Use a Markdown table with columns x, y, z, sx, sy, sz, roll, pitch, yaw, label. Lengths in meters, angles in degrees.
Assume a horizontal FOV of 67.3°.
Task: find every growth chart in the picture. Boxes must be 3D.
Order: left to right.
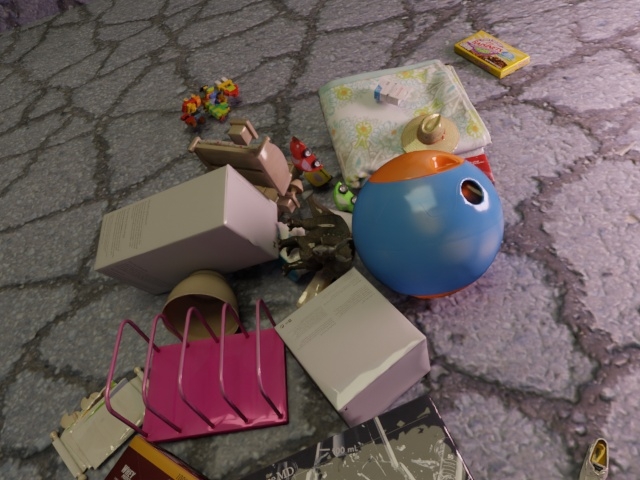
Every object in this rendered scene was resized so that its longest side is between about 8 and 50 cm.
| x | y | z | sx | sy | sz | roll | pitch | yaw | label |
| --- | --- | --- | --- | --- | --- | --- | --- | --- | --- |
| -0.445 | 0.375 | 1.007 | 0.237 | 0.021 | 0.172 | -40 | 52 | -14 | growth chart |

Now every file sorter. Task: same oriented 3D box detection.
| x | y | z | sx | sy | sz | roll | pitch | yaw | label |
| --- | --- | --- | --- | --- | --- | --- | --- | --- | --- |
| -0.226 | 0.243 | 0.922 | 0.291 | 0.182 | 0.202 | -10 | 51 | 5 | file sorter |

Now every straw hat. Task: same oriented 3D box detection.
| x | y | z | sx | sy | sz | roll | pitch | yaw | label |
| --- | --- | --- | --- | --- | --- | --- | --- | --- | --- |
| 0.259 | -0.260 | 1.122 | 0.145 | 0.061 | 0.144 | -3 | 62 | 5 | straw hat |

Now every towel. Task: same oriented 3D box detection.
| x | y | z | sx | sy | sz | roll | pitch | yaw | label |
| --- | --- | --- | --- | --- | --- | --- | --- | --- | --- |
| 0.205 | -0.312 | 1.235 | 0.375 | 0.090 | 0.320 | -14 | 59 | -2 | towel |

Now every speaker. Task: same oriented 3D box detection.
| x | y | z | sx | sy | sz | roll | pitch | yaw | label |
| --- | --- | --- | --- | --- | --- | --- | --- | --- | --- |
| 0.073 | -0.037 | 1.136 | 0.136 | 0.055 | 0.055 | 14 | 59 | 26 | speaker |

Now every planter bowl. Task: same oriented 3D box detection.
| x | y | z | sx | sy | sz | roll | pitch | yaw | label |
| --- | --- | --- | --- | --- | --- | --- | --- | --- | --- |
| -0.255 | 0.134 | 1.052 | 0.162 | 0.162 | 0.109 | -14 | 39 | 7 | planter bowl |

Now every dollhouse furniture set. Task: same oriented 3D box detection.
| x | y | z | sx | sy | sz | roll | pitch | yaw | label |
| --- | --- | --- | --- | --- | --- | --- | --- | --- | --- |
| -0.194 | -0.214 | 1.153 | 0.303 | 0.355 | 0.173 | 11 | 64 | 26 | dollhouse furniture set |

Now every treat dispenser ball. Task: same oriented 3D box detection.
| x | y | z | sx | sy | sz | roll | pitch | yaw | label |
| --- | --- | --- | --- | --- | --- | --- | --- | --- | --- |
| 0.205 | -0.031 | 0.940 | 0.288 | 0.288 | 0.288 | -9 | 52 | 11 | treat dispenser ball |

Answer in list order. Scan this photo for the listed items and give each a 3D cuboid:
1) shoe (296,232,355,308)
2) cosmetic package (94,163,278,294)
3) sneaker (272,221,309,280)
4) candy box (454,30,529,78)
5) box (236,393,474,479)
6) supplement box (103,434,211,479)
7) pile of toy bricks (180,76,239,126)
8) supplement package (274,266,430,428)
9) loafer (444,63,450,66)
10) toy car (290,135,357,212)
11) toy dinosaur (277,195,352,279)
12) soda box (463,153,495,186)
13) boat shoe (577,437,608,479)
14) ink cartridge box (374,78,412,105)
| x | y | z | sx | sy | sz | roll | pitch | yaw | label |
| --- | --- | --- | --- | --- | --- | --- | --- | --- | --- |
| 0.016 | 0.069 | 1.059 | 0.058 | 0.076 | 0.219 | 17 | 62 | 22 | shoe |
| -0.297 | -0.008 | 1.083 | 0.366 | 0.197 | 0.155 | -17 | 59 | 21 | cosmetic package |
| -0.088 | 0.000 | 1.150 | 0.092 | 0.087 | 0.229 | -32 | 55 | -21 | sneaker |
| 0.499 | -0.550 | 1.413 | 0.105 | 0.027 | 0.206 | -29 | 51 | -10 | candy box |
| 0.078 | 0.451 | 0.681 | 0.343 | 0.179 | 0.312 | -24 | 49 | -2 | box |
| -0.277 | 0.475 | 0.807 | 0.191 | 0.129 | 0.194 | 18 | 61 | 29 | supplement box |
| -0.346 | -0.430 | 1.557 | 0.105 | 0.118 | 0.212 | 39 | 52 | 7 | pile of toy bricks |
| 0.062 | 0.202 | 0.894 | 0.194 | 0.149 | 0.203 | -36 | 52 | -12 | supplement package |
| 0.329 | -0.454 | 1.378 | 0.056 | 0.050 | 0.148 | 25 | 64 | 32 | loafer |
| 0.020 | -0.135 | 1.171 | 0.053 | 0.239 | 0.225 | -46 | 77 | 3 | toy car |
| 0.000 | 0.000 | 1.022 | 0.160 | 0.121 | 0.313 | -3 | 24 | 8 | toy dinosaur |
| 0.261 | -0.117 | 1.120 | 0.263 | 0.083 | 0.092 | -10 | 52 | 9 | soda box |
| 0.423 | 0.352 | 0.739 | 0.035 | 0.035 | 0.100 | 18 | 61 | 28 | boat shoe |
| 0.182 | -0.368 | 1.205 | 0.083 | 0.028 | 0.048 | 25 | 67 | 18 | ink cartridge box |
